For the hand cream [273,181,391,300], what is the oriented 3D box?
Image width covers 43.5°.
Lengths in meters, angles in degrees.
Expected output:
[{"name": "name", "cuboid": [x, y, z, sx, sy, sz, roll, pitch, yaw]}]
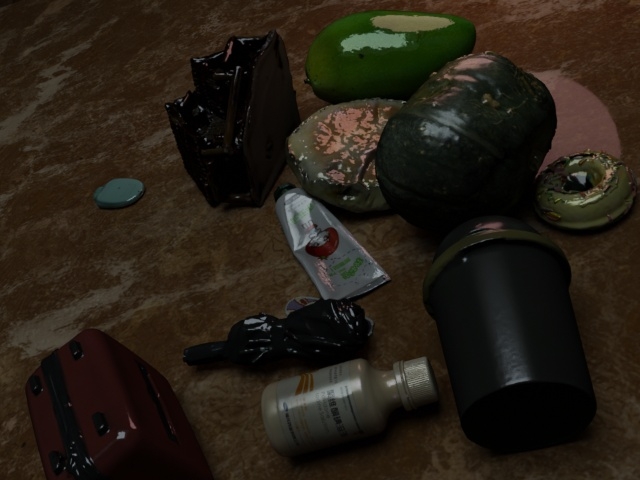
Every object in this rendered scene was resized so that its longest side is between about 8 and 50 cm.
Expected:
[{"name": "hand cream", "cuboid": [0.000, 0.000, 1.505, 0.121, 0.076, 0.336, -30, 46, -6]}]

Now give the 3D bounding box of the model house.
[{"name": "model house", "cuboid": [-0.229, -0.267, 1.751, 0.282, 0.317, 0.297, 5, 36, 28]}]

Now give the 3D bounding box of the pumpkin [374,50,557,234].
[{"name": "pumpkin", "cuboid": [0.252, -0.169, 1.366, 0.257, 0.291, 0.328, 25, 72, 23]}]

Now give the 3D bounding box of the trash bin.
[{"name": "trash bin", "cuboid": [0.254, 0.104, 1.126, 0.214, 0.214, 0.334, -14, 45, 15]}]

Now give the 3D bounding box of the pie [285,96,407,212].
[{"name": "pie", "cuboid": [0.090, -0.184, 1.610, 0.337, 0.075, 0.338, -3, 45, 3]}]

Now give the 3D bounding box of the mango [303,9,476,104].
[{"name": "mango", "cuboid": [0.150, -0.405, 1.751, 0.381, 0.201, 0.225, -11, 31, 14]}]

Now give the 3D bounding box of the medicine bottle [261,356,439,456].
[{"name": "medicine bottle", "cuboid": [0.046, 0.234, 1.173, 0.252, 0.114, 0.114, -17, 40, 10]}]

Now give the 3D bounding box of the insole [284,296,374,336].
[{"name": "insole", "cuboid": [0.011, 0.135, 1.387, 0.197, 0.004, 0.065, 16, 55, 40]}]

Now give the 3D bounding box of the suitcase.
[{"name": "suitcase", "cuboid": [-0.305, 0.294, 1.211, 0.161, 0.236, 0.297, -42, 40, -1]}]

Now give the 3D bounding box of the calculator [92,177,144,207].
[{"name": "calculator", "cuboid": [-0.486, -0.114, 1.920, 0.153, 0.021, 0.095, 5, 48, 29]}]

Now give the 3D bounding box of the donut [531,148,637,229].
[{"name": "donut", "cuboid": [0.440, -0.089, 1.346, 0.174, 0.068, 0.175, -16, 41, 14]}]

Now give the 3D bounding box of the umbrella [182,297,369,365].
[{"name": "umbrella", "cuboid": [-0.081, 0.169, 1.335, 0.340, 0.118, 0.118, -15, 40, 23]}]
